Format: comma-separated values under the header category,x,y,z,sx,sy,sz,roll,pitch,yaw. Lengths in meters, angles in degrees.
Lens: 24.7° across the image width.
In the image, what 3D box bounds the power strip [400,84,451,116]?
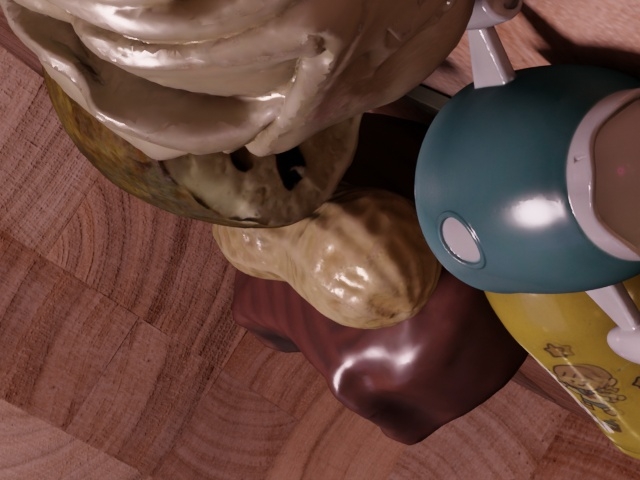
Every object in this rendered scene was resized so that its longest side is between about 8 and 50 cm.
category,x,y,z,sx,sy,sz,roll,pitch,yaw
power strip,0.098,-0.126,1.329,0.083,0.017,0.027,29,174,38

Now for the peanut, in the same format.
category,x,y,z,sx,sy,sz,roll,pitch,yaw
peanut,0.000,0.000,1.276,0.298,0.120,0.136,23,150,52

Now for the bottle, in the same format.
category,x,y,z,sx,sy,sz,roll,pitch,yaw
bottle,0.219,0.027,1.198,0.351,0.171,0.171,43,169,-32

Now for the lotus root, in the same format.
category,x,y,z,sx,sy,sz,roll,pitch,yaw
lotus root,-0.117,-0.151,1.250,0.250,0.250,0.346,35,178,-26

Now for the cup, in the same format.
category,x,y,z,sx,sy,sz,roll,pitch,yaw
cup,0.174,-0.042,0.971,0.300,0.167,0.173,60,158,-13

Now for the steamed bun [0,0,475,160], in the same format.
category,x,y,z,sx,sy,sz,roll,pitch,yaw
steamed bun,-0.079,-0.160,0.834,0.309,0.219,0.324,36,-171,1

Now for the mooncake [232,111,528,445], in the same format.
category,x,y,z,sx,sy,sz,roll,pitch,yaw
mooncake,0.052,0.029,1.430,0.174,0.334,0.326,25,-140,-43
